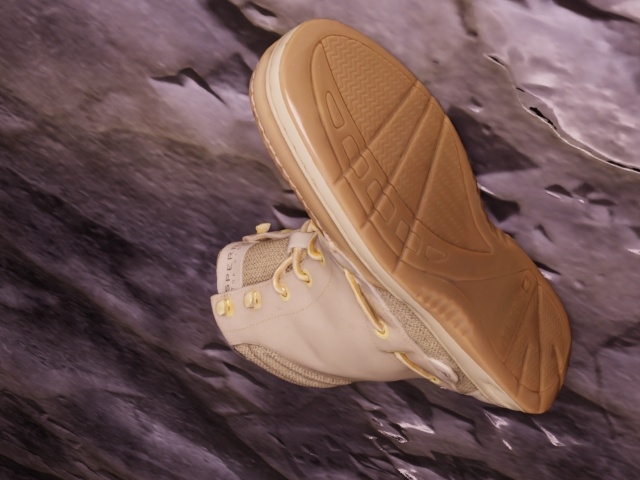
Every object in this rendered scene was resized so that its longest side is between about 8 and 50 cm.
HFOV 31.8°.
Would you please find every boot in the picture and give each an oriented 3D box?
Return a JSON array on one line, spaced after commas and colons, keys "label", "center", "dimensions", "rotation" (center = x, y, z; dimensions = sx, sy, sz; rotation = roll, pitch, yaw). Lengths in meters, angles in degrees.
[{"label": "boot", "center": [0.000, 0.000, 0.635], "dimensions": [0.203, 0.095, 0.262], "rotation": [-3, 139, 45]}]
